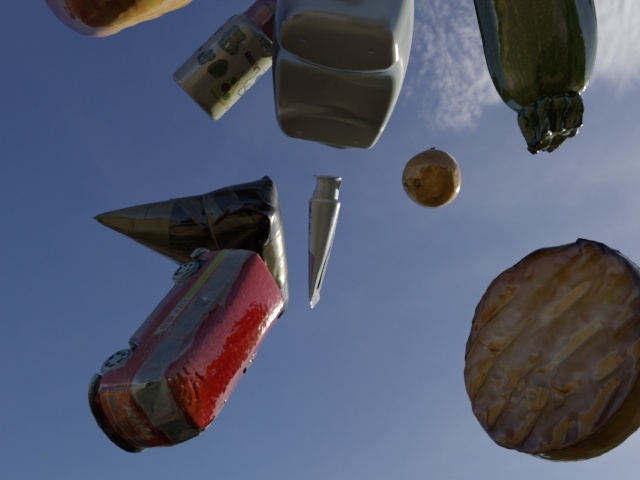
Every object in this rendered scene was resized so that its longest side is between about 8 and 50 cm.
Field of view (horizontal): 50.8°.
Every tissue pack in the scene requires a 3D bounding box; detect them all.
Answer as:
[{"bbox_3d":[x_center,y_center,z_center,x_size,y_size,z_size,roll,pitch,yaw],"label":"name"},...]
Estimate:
[{"bbox_3d":[0.037,-0.334,1.144,0.229,0.236,0.333,11,-28,2],"label":"tissue pack"}]

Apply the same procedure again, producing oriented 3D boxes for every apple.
[{"bbox_3d":[-0.228,-0.332,0.770,0.209,0.209,0.164,-14,-66,14],"label":"apple"}]

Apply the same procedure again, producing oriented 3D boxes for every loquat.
[{"bbox_3d":[0.251,-0.142,1.537,0.141,0.141,0.141,0,-42,0],"label":"loquat"}]

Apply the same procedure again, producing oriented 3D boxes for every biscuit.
[{"bbox_3d":[0.318,0.144,0.890,0.102,0.296,0.296,28,-49,-28],"label":"biscuit"}]

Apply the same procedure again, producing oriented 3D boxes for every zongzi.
[{"bbox_3d":[-0.220,0.042,1.227,0.317,0.154,0.290,-7,-56,-5],"label":"zongzi"}]

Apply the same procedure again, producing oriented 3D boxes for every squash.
[{"bbox_3d":[0.106,-0.177,0.373,0.069,0.069,0.258,-15,-83,15],"label":"squash"}]

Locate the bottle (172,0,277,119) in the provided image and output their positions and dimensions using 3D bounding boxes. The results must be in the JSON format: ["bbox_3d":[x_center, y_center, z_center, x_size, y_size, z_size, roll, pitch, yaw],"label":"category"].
[{"bbox_3d":[-0.151,-0.352,1.268,0.253,0.120,0.120,-44,-51,1],"label":"bottle"}]

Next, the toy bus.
[{"bbox_3d":[-0.143,0.120,0.782,0.119,0.265,0.121,-10,-60,32],"label":"toy bus"}]

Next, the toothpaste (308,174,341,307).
[{"bbox_3d":[0.000,0.000,1.555,0.073,0.114,0.299,7,-83,7],"label":"toothpaste"}]
